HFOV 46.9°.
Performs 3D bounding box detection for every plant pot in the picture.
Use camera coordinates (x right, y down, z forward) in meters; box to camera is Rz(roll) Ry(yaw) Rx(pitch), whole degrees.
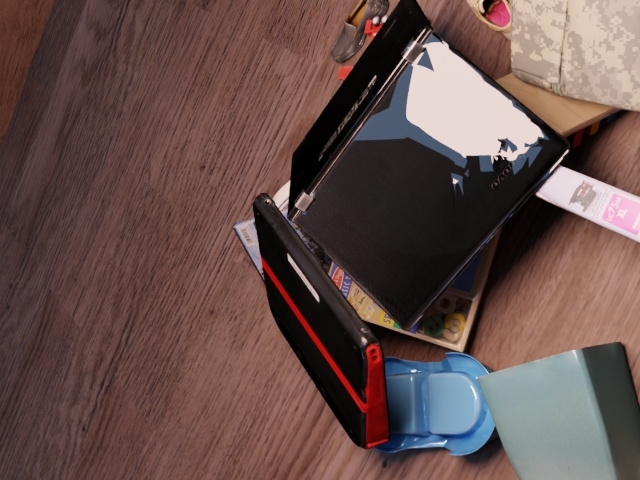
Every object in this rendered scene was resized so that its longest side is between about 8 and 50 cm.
[{"bbox_3d":[0.367,0.284,1.062,0.165,0.165,0.234,-26,72,37],"label":"plant pot"}]

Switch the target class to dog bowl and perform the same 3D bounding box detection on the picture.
[{"bbox_3d":[0.192,0.284,1.282,0.297,0.074,0.166,-12,73,41],"label":"dog bowl"}]

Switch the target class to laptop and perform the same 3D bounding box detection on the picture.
[{"bbox_3d":[0.142,-0.147,1.225,0.382,0.236,0.408,-52,18,24],"label":"laptop"}]

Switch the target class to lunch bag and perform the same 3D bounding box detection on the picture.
[{"bbox_3d":[0.429,-0.344,1.044,0.256,0.212,0.305,35,144,40],"label":"lunch bag"}]

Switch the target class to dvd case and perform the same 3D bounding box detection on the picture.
[{"bbox_3d":[-0.041,0.019,1.470,0.253,0.022,0.180,-14,114,36],"label":"dvd case"}]

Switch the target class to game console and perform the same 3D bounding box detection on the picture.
[{"bbox_3d":[0.001,0.143,1.264,0.386,0.060,0.342,51,156,38],"label":"game console"}]

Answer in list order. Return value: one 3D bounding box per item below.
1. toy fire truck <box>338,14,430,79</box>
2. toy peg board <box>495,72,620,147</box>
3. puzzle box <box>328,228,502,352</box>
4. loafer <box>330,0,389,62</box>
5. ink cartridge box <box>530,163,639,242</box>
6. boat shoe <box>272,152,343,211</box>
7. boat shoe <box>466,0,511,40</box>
[{"bbox_3d":[0.129,-0.388,1.510,0.192,0.047,0.135,8,87,43],"label":"toy fire truck"},{"bbox_3d":[0.385,-0.213,1.185,0.161,0.160,0.079,49,157,38],"label":"toy peg board"},{"bbox_3d":[0.181,-0.039,1.299,0.272,0.052,0.409,16,92,18],"label":"puzzle box"},{"bbox_3d":[0.070,-0.457,1.572,0.170,0.061,0.062,-52,52,23],"label":"loafer"},{"bbox_3d":[0.389,-0.068,1.094,0.311,0.185,0.065,37,108,43],"label":"ink cartridge box"},{"bbox_3d":[0.059,-0.076,1.427,0.340,0.127,0.158,-31,64,21],"label":"boat shoe"},{"bbox_3d":[0.310,-0.427,1.337,0.063,0.059,0.170,-52,51,22],"label":"boat shoe"}]
